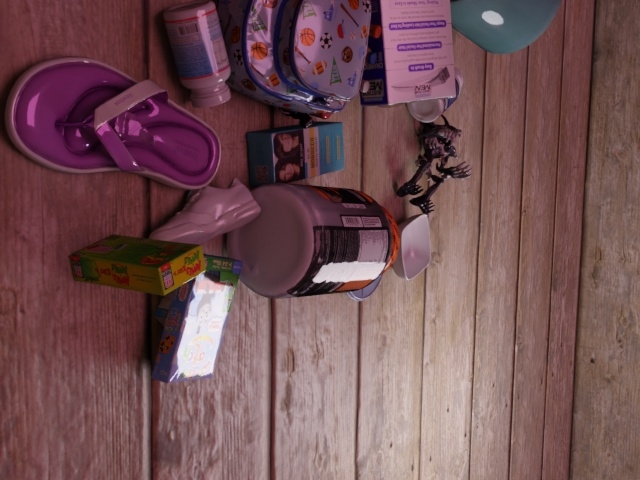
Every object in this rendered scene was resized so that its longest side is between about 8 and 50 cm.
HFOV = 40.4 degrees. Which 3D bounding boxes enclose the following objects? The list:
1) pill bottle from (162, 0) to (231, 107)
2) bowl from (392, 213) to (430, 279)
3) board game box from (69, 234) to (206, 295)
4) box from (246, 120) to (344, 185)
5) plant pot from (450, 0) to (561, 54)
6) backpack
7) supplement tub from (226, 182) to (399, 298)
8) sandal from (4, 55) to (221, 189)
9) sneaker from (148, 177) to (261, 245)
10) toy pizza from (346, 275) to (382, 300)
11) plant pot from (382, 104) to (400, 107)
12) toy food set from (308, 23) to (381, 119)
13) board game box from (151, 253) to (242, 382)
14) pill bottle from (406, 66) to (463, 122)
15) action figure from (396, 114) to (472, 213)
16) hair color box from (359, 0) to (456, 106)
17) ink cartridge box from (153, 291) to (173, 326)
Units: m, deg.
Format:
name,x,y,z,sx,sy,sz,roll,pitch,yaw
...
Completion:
name,x,y,z,sx,sy,sz,roll,pitch,yaw
pill bottle,-0.195,-0.302,1.410,0.087,0.087,0.160,-41,128,-46
bowl,0.212,0.014,2.108,0.142,0.053,0.142,-34,122,-50
board game box,-0.267,0.033,1.267,0.092,0.181,0.043,-33,122,-50
box,-0.043,-0.172,1.685,0.244,0.060,0.101,-20,112,-54
plant pot,0.401,-0.625,2.101,0.235,0.293,0.293,10,86,-43
backpack,-0.053,-0.350,1.513,0.263,0.213,0.277,4,91,-38
supplement tub,0.000,0.000,1.645,0.338,0.207,0.207,0,95,-57
sandal,-0.274,-0.171,1.297,0.416,0.102,0.170,7,89,-56
sneaker,-0.207,-0.046,1.458,0.212,0.080,0.094,-23,78,-36
toy pizza,0.090,0.034,1.945,0.201,0.032,0.201,-16,109,-56
plant pot,0.189,-0.419,1.955,0.237,0.109,0.238,-10,103,-55
toy food set,0.034,-0.323,1.702,0.232,0.104,0.111,-61,151,-11
board game box,-0.204,0.128,1.457,0.160,0.039,0.212,14,91,-69
pill bottle,0.286,-0.363,2.121,0.169,0.094,0.094,-46,131,-45
action figure,0.294,-0.201,2.124,0.164,0.140,0.276,47,57,-35
hair color box,0.167,-0.451,1.771,0.185,0.110,0.339,-11,101,-32
ink cartridge box,-0.240,0.105,1.459,0.083,0.028,0.048,-65,144,-28
